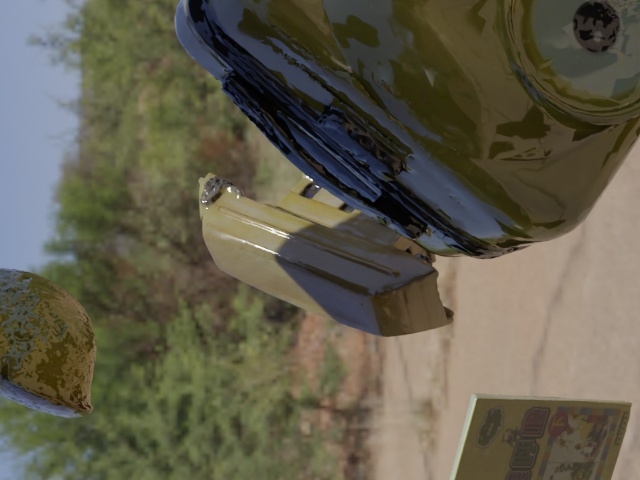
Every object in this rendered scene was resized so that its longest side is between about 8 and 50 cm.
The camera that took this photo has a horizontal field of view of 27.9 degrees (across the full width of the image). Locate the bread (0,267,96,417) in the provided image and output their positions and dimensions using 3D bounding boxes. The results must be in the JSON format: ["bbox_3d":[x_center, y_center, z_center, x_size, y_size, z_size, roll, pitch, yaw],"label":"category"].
[{"bbox_3d":[-0.192,0.034,0.656,0.188,0.149,0.065,9,76,58],"label":"bread"}]

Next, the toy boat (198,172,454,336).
[{"bbox_3d":[0.000,0.000,0.806,0.077,0.201,0.057,-50,-40,-26],"label":"toy boat"}]

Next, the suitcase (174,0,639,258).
[{"bbox_3d":[0.070,-0.122,0.555,0.235,0.194,0.143,-55,14,-15],"label":"suitcase"}]

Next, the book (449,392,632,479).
[{"bbox_3d":[0.184,0.215,1.131,0.013,0.192,0.167,29,108,54],"label":"book"}]
